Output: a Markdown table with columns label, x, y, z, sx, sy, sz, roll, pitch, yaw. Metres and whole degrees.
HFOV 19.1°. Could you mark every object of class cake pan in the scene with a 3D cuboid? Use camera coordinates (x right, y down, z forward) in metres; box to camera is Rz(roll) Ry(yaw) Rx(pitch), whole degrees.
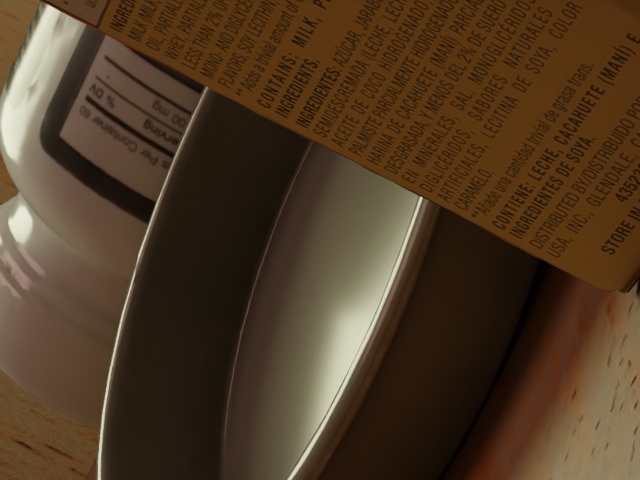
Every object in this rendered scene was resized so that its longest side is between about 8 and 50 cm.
| label | x | y | z | sx | sy | sz | roll | pitch | yaw |
| --- | --- | --- | --- | --- | --- | --- | --- | --- | --- |
| cake pan | 0.000 | 0.000 | 0.696 | 0.293 | 0.054 | 0.293 | -52 | 26 | 39 |

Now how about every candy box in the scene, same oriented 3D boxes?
| label | x | y | z | sx | sy | sz | roll | pitch | yaw |
| --- | --- | --- | --- | --- | --- | --- | --- | --- | --- |
| candy box | -0.026 | -0.135 | 0.512 | 0.087 | 0.316 | 0.183 | -59 | 7 | 40 |

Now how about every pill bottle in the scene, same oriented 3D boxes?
| label | x | y | z | sx | sy | sz | roll | pitch | yaw |
| --- | --- | --- | --- | --- | --- | --- | --- | --- | --- |
| pill bottle | -0.032 | -0.092 | 0.922 | 0.363 | 0.210 | 0.210 | -62 | 6 | 22 |
